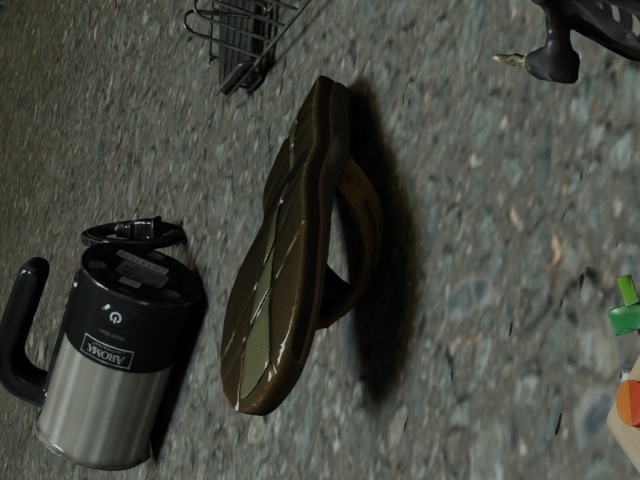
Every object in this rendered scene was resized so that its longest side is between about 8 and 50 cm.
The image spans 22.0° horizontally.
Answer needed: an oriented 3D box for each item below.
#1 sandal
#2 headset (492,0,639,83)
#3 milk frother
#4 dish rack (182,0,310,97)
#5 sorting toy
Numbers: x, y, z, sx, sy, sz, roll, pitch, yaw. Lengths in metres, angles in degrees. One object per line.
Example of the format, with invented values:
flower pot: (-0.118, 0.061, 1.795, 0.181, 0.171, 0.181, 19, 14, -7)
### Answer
sandal: (0.000, 0.000, 0.822, 0.090, 0.060, 0.219, -57, 13, 34)
headset: (0.089, -0.229, 0.634, 0.243, 0.185, 0.394, -51, 17, 46)
milk frother: (-0.142, 0.062, 1.150, 0.143, 0.129, 0.134, -23, -43, -59)
dish rack: (-0.035, -0.218, 1.010, 0.271, 0.074, 0.208, 140, 139, -61)
sorting toy: (0.109, 0.045, 0.539, 0.083, 0.012, 0.062, -117, 42, -61)
